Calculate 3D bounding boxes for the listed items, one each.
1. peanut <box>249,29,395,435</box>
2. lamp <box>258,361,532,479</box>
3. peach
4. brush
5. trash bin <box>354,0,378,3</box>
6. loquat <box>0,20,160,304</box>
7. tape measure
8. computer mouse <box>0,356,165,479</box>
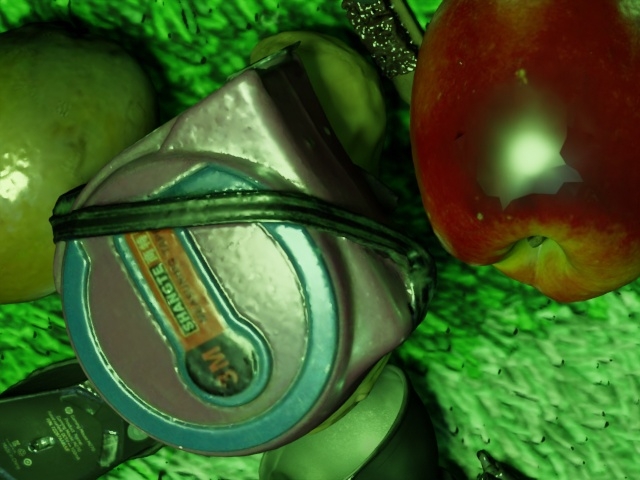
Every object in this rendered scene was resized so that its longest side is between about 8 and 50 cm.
[{"bbox_3d":[0.000,0.000,1.449,0.147,0.147,0.319,6,115,10],"label":"peanut"},{"bbox_3d":[0.082,0.220,1.558,0.172,0.147,0.227,-40,113,3],"label":"lamp"},{"bbox_3d":[0.168,-0.082,1.321,0.199,0.243,0.243,4,120,32],"label":"peach"},{"bbox_3d":[0.073,-0.108,1.431,0.043,0.036,0.248,-22,111,27],"label":"brush"},{"bbox_3d":[0.018,-0.268,1.277,0.175,0.175,0.161,40,81,-10],"label":"trash bin"},{"bbox_3d":[-0.214,-0.055,1.446,0.179,0.179,0.227,39,111,-9],"label":"loquat"},{"bbox_3d":[-0.050,0.019,1.323,0.245,0.149,0.231,-29,95,21],"label":"tape measure"},{"bbox_3d":[-0.207,0.150,1.616,0.192,0.062,0.106,-20,110,15],"label":"computer mouse"}]
